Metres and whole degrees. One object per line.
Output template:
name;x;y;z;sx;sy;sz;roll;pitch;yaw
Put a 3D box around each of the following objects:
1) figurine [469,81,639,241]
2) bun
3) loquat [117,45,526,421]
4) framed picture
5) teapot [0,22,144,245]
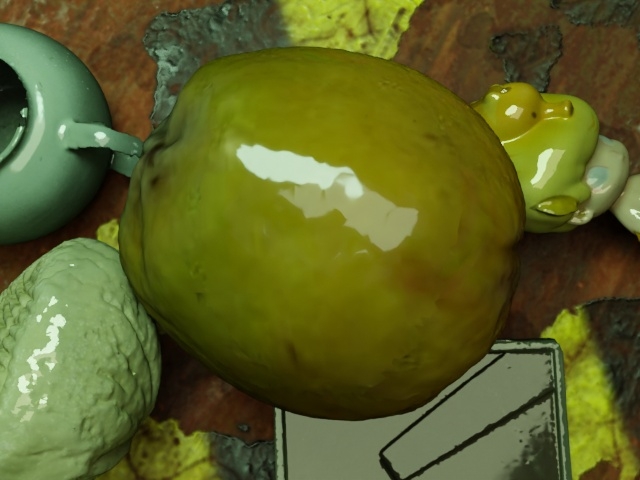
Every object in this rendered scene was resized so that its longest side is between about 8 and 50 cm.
figurine;0.226;-0.052;0.651;0.246;0.131;0.156;25;48;6
bun;-0.205;0.107;0.607;0.134;0.220;0.220;31;82;-26
loquat;0.000;0.000;0.563;0.283;0.276;0.276;22;82;-17
framed picture;0.087;0.185;0.664;0.260;0.023;0.189;-4;81;0
teapot;-0.279;-0.093;0.657;0.294;0.129;0.193;9;82;2
